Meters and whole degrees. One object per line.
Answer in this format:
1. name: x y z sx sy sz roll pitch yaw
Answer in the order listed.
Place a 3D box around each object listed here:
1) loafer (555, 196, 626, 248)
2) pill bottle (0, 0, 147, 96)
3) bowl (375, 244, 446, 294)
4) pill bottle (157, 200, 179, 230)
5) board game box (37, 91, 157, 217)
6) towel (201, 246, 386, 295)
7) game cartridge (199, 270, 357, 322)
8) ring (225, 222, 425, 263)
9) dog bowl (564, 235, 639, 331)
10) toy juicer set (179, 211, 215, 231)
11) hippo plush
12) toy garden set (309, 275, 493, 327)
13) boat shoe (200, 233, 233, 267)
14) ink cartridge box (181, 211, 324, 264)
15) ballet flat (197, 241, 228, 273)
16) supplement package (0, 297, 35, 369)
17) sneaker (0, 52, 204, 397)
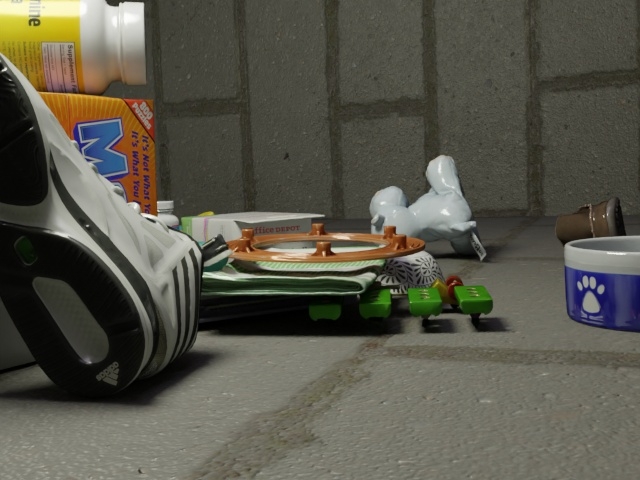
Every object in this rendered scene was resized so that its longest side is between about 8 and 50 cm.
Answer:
1. loafer: 0.575 -0.007 1.894 0.130 0.134 0.366 -10 -7 10
2. pill bottle: -0.468 -0.338 1.513 0.334 0.188 0.188 -2 5 -10
3. bowl: 0.145 0.047 1.594 0.170 0.080 0.170 -1 4 0
4. pill bottle: -0.353 -0.006 1.942 0.087 0.160 0.087 -2 5 0
5. board game box: -0.532 -0.063 1.529 0.356 0.356 0.356 2 6 40
6. towel: -0.032 0.042 1.336 0.248 0.038 0.325 0 5 11
7. game cartridge: -0.150 0.087 1.390 0.355 0.068 0.230 -5 2 -31
8. ring: 0.000 0.000 1.418 0.337 0.032 0.336 -1 6 0
9. dog bowl: 0.477 0.054 1.229 0.265 0.104 0.265 -2 4 0
10. toy juicer set: -0.422 0.018 2.266 0.329 0.089 0.209 -6 21 35
11. hippo plush: 0.239 -0.029 2.063 0.236 0.234 0.294 -19 45 9
12. toy garden set: 0.114 0.094 1.273 0.244 0.049 0.204 -2 7 4
13. boat shoe: -0.188 0.029 1.324 0.125 0.038 0.046 -27 -1 29
14. ink cartridge box: -0.156 -0.001 2.038 0.207 0.119 0.353 -6 5 -31
15. ballet flat: -0.311 0.053 1.824 0.247 0.083 0.087 -1 29 16
16. supplement package: -0.498 0.064 1.088 0.293 0.177 0.175 1 6 32
17. sneaker: -0.296 -0.032 1.030 0.169 0.447 0.257 -34 -9 13
